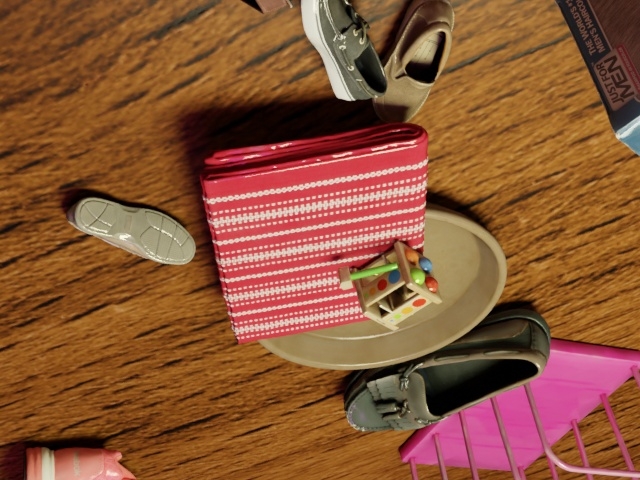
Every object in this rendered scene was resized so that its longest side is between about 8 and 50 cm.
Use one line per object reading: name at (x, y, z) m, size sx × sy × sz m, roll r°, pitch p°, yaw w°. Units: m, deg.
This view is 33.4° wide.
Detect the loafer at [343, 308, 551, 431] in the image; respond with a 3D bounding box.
loafer at (0.138, 0.161, 1.228) m, size 0.267 × 0.084 × 0.096 m, roll -27°, pitch 111°, yaw 21°

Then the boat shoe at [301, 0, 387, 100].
boat shoe at (0.021, -0.161, 0.842) m, size 0.040 × 0.049 × 0.142 m, roll 6°, pitch 154°, yaw 20°

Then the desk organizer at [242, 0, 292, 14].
desk organizer at (-0.072, -0.215, 0.759) m, size 0.050 × 0.047 × 0.130 m, roll -20°, pitch 141°, yaw 15°

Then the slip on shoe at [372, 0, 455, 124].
slip on shoe at (0.079, -0.141, 0.891) m, size 0.051 × 0.041 × 0.135 m, roll 5°, pitch 139°, yaw -19°

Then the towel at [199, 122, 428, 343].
towel at (0.000, 0.000, 0.995) m, size 0.199 × 0.031 × 0.275 m, roll -10°, pitch 144°, yaw -5°

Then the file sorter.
file sorter at (0.269, 0.282, 1.352) m, size 0.202 × 0.182 × 0.291 m, roll 10°, pitch 137°, yaw -24°

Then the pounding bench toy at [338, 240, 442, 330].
pounding bench toy at (0.064, 0.036, 0.993) m, size 0.065 × 0.052 × 0.083 m, roll -34°, pitch 139°, yaw 25°

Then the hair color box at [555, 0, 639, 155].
hair color box at (0.352, -0.103, 0.897) m, size 0.347 × 0.174 × 0.105 m, roll 27°, pitch 128°, yaw -38°

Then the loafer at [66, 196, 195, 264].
loafer at (-0.178, -0.010, 1.001) m, size 0.125 × 0.045 × 0.039 m, roll 22°, pitch 164°, yaw -31°

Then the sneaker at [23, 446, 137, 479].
sneaker at (-0.283, 0.364, 1.378) m, size 0.136 × 0.116 × 0.314 m, roll -10°, pitch 142°, yaw -4°

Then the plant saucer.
plant saucer at (0.056, 0.047, 1.122) m, size 0.278 × 0.041 × 0.278 m, roll -7°, pitch 141°, yaw -6°
